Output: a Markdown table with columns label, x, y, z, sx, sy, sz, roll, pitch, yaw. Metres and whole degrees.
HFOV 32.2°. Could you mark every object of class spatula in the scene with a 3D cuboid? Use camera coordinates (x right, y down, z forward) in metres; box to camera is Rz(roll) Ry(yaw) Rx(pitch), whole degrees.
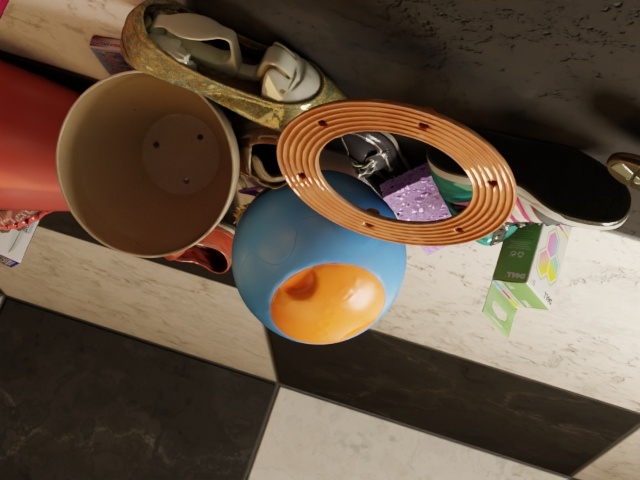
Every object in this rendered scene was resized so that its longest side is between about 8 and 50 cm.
| label | x | y | z | sx | sy | sz | roll | pitch | yaw |
| --- | --- | --- | --- | --- | --- | --- | --- | --- | --- |
| spatula | -0.170 | -0.131 | 2.000 | 0.296 | 0.030 | 0.084 | 32 | 156 | -34 |

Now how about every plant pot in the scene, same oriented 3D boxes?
| label | x | y | z | sx | sy | sz | roll | pitch | yaw |
| --- | --- | --- | --- | --- | --- | --- | --- | --- | --- |
| plant pot | -0.247 | -0.128 | 1.761 | 0.284 | 0.284 | 0.191 | 16 | -168 | 9 |
| plant pot | -0.508 | -0.169 | 1.908 | 0.243 | 0.275 | 0.275 | 13 | 162 | -8 |

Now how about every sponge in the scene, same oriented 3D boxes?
| label | x | y | z | sx | sy | sz | roll | pitch | yaw |
| --- | --- | --- | --- | --- | --- | --- | --- | --- | --- |
| sponge | 0.186 | -0.053 | 1.782 | 0.117 | 0.031 | 0.210 | -25 | 145 | 14 |

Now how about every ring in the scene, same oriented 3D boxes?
| label | x | y | z | sx | sy | sz | roll | pitch | yaw |
| --- | --- | --- | --- | --- | --- | --- | --- | --- | --- |
| ring | 0.104 | -0.093 | 1.531 | 0.336 | 0.032 | 0.336 | 13 | 150 | 8 |

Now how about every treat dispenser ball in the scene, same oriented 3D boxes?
| label | x | y | z | sx | sy | sz | roll | pitch | yaw |
| --- | --- | --- | --- | --- | --- | --- | --- | --- | --- |
| treat dispenser ball | -0.002 | 0.027 | 1.827 | 0.288 | 0.288 | 0.288 | 17 | 161 | 6 |

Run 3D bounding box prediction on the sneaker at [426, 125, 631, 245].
| label | x | y | z | sx | sy | sz | roll | pitch | yaw |
| --- | --- | --- | --- | --- | --- | --- | --- | --- | --- |
| sneaker | 0.297 | -0.053 | 1.609 | 0.295 | 0.124 | 0.178 | 21 | 158 | 20 |

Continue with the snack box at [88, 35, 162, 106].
| label | x | y | z | sx | sy | sz | roll | pitch | yaw |
| --- | --- | --- | --- | --- | --- | --- | --- | --- | --- |
| snack box | -0.305 | -0.265 | 1.771 | 0.064 | 0.022 | 0.178 | 12 | 160 | 19 |

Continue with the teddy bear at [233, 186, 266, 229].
| label | x | y | z | sx | sy | sz | roll | pitch | yaw |
| --- | --- | --- | --- | --- | --- | --- | --- | --- | --- |
| teddy bear | 0.000 | 0.000 | 2.065 | 0.338 | 0.113 | 0.245 | 20 | 137 | -10 |

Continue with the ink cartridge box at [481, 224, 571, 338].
| label | x | y | z | sx | sy | sz | roll | pitch | yaw |
| --- | --- | --- | --- | --- | --- | --- | --- | --- | --- |
| ink cartridge box | 0.323 | 0.040 | 1.717 | 0.062 | 0.209 | 0.109 | 6 | 158 | 35 |

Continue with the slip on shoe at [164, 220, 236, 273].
| label | x | y | z | sx | sy | sz | roll | pitch | yaw |
| --- | --- | --- | --- | --- | --- | --- | --- | --- | --- |
| slip on shoe | -0.305 | -0.016 | 2.260 | 0.331 | 0.101 | 0.123 | 23 | 143 | -38 |

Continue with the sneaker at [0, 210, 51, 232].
| label | x | y | z | sx | sy | sz | roll | pitch | yaw |
| --- | --- | --- | --- | --- | --- | --- | --- | --- | --- |
| sneaker | -0.533 | -0.098 | 2.082 | 0.276 | 0.097 | 0.135 | -14 | 143 | -5 |

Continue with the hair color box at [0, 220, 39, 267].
| label | x | y | z | sx | sy | sz | roll | pitch | yaw |
| --- | --- | --- | --- | --- | --- | --- | --- | --- | --- |
| hair color box | -0.799 | -0.093 | 2.482 | 0.339 | 0.185 | 0.110 | 27 | 160 | -20 |

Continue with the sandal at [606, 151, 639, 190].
| label | x | y | z | sx | sy | sz | roll | pitch | yaw |
| --- | --- | --- | --- | --- | --- | --- | --- | --- | --- |
| sandal | 0.474 | -0.094 | 1.446 | 0.219 | 0.060 | 0.090 | 7 | 169 | -10 |

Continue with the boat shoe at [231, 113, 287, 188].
| label | x | y | z | sx | sy | sz | roll | pitch | yaw |
| --- | --- | --- | --- | --- | --- | --- | --- | --- | --- |
| boat shoe | -0.080 | -0.145 | 1.738 | 0.123 | 0.116 | 0.324 | 24 | 161 | -14 |

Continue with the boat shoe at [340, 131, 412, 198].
| label | x | y | z | sx | sy | sz | roll | pitch | yaw |
| --- | --- | --- | --- | --- | --- | --- | --- | --- | --- |
| boat shoe | 0.083 | -0.121 | 1.713 | 0.075 | 0.065 | 0.206 | 7 | 162 | 30 |

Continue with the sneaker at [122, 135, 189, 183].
| label | x | y | z | sx | sy | sz | roll | pitch | yaw |
| --- | --- | --- | --- | --- | --- | --- | --- | --- | --- |
| sneaker | -0.315 | -0.130 | 1.980 | 0.152 | 0.114 | 0.305 | 28 | 173 | 29 |

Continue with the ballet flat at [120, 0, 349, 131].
| label | x | y | z | sx | sy | sz | roll | pitch | yaw |
| --- | --- | --- | --- | --- | --- | --- | --- | --- | --- |
| ballet flat | -0.107 | -0.239 | 1.527 | 0.348 | 0.123 | 0.123 | 21 | 161 | -4 |

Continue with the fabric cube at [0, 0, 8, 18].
| label | x | y | z | sx | sy | sz | roll | pitch | yaw |
| --- | --- | --- | --- | --- | --- | --- | --- | --- | --- |
| fabric cube | -0.537 | -0.341 | 1.423 | 0.254 | 0.258 | 0.259 | 24 | 161 | -15 |
